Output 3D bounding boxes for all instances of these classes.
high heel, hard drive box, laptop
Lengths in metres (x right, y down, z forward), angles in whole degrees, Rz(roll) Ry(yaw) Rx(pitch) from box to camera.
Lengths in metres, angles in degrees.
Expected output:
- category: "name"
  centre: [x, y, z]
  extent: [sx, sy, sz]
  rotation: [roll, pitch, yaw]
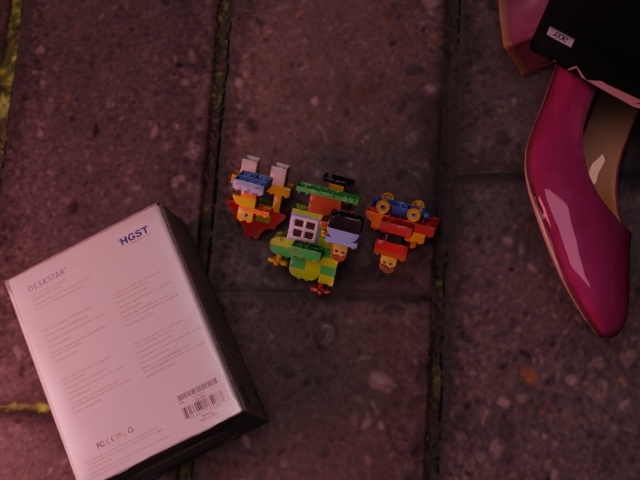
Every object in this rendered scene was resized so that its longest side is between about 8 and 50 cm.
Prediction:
- category: "high heel"
  centre: [0.280, -0.104, 1.187]
  extent: [0.181, 0.127, 0.377]
  rotation: [-17, 68, 21]
- category: "hard drive box"
  centre: [-0.183, 0.109, 1.279]
  extent: [0.181, 0.089, 0.232]
  rotation: [-26, 71, 7]
- category: "laptop"
  centre: [0.356, -0.236, 1.131]
  extent: [0.264, 0.137, 0.234]
  rotation: [-33, 48, -21]

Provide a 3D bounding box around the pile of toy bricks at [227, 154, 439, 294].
- category: "pile of toy bricks"
  centre: [0.000, 0.000, 1.263]
  extent: [0.212, 0.118, 0.105]
  rotation: [15, 112, 9]
